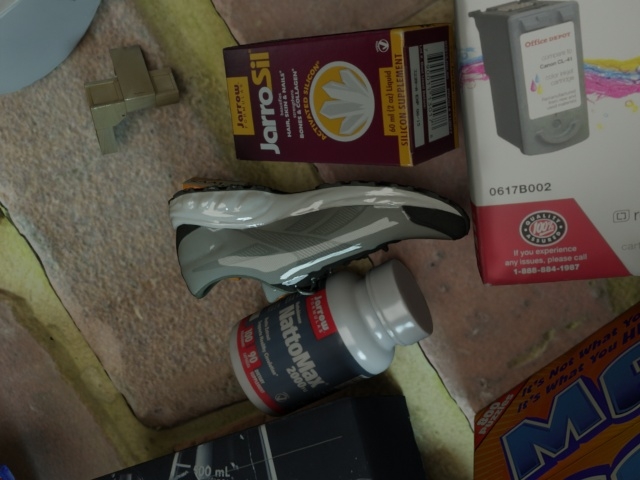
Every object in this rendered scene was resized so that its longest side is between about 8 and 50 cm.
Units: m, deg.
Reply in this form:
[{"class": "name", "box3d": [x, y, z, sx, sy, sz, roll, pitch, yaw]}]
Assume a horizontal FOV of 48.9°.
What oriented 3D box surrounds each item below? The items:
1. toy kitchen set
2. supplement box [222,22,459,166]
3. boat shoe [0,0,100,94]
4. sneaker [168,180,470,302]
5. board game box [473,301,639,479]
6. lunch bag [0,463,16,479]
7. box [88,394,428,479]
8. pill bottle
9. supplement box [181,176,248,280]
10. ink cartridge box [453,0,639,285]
[{"class": "toy kitchen set", "box3d": [-0.190, -0.143, 0.707, 0.083, 0.075, 0.068, -15, 63, -16]}, {"class": "supplement box", "box3d": [0.014, -0.122, 0.600, 0.188, 0.081, 0.104, 7, 111, 38]}, {"class": "boat shoe", "box3d": [-0.263, -0.252, 0.656, 0.267, 0.096, 0.088, -45, 65, 26]}, {"class": "sneaker", "box3d": [0.000, 0.000, 0.646, 0.272, 0.100, 0.108, -4, 88, 4]}, {"class": "board game box", "box3d": [0.367, 0.253, 0.529, 0.356, 0.356, 0.356, -41, 94, 21]}, {"class": "lunch bag", "box3d": [-0.431, 0.392, 0.840, 0.221, 0.138, 0.293, -8, 142, 1]}, {"class": "box", "box3d": [-0.051, 0.347, 0.679, 0.343, 0.179, 0.312, -23, 70, 17]}, {"class": "pill bottle", "box3d": [0.011, 0.091, 0.690, 0.180, 0.108, 0.108, -29, 99, 18]}, {"class": "supplement box", "box3d": [-0.107, -0.012, 0.721, 0.062, 0.036, 0.098, 5, 107, 10]}, {"class": "ink cartridge box", "box3d": [0.225, -0.130, 0.563, 0.226, 0.131, 0.306, -5, 107, 14]}]
